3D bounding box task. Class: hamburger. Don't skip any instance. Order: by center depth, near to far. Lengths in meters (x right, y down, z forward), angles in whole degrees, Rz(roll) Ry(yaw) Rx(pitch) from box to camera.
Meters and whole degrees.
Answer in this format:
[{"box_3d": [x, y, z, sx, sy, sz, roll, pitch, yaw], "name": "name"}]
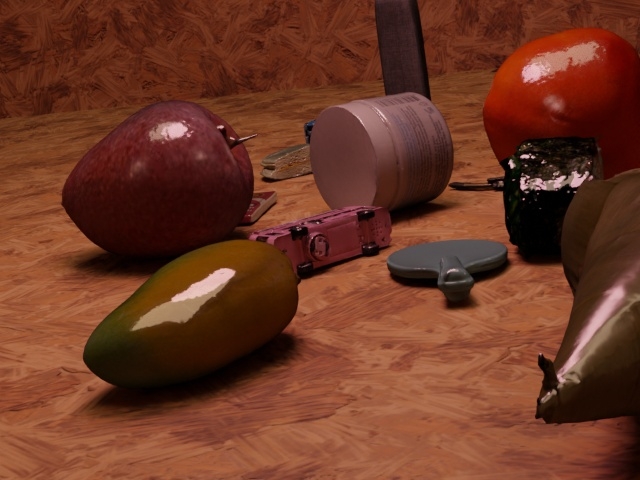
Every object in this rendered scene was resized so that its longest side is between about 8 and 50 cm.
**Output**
[{"box_3d": [-0.065, -0.147, 2.116, 0.121, 0.054, 0.084, -23, 21, -25], "name": "hamburger"}]

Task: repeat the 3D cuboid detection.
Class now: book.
[{"box_3d": [-0.201, -0.047, 1.845, 0.231, 0.022, 0.162, -3, 14, 14], "name": "book"}]

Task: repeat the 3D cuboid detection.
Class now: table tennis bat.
[{"box_3d": [0.154, 0.030, 1.337, 0.149, 0.038, 0.237, -5, 10, 3], "name": "table tennis bat"}]

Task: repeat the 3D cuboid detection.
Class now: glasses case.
[{"box_3d": [0.148, -0.272, 1.935, 0.074, 0.323, 0.131, -7, 10, 11], "name": "glasses case"}]

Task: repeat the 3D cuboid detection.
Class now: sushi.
[{"box_3d": [0.295, -0.058, 1.424, 0.127, 0.124, 0.225, -4, 20, 16], "name": "sushi"}]

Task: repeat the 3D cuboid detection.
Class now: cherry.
[{"box_3d": [-0.228, -0.082, 1.613, 0.307, 0.221, 0.261, -19, 4, 8], "name": "cherry"}]

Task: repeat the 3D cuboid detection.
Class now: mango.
[{"box_3d": [-0.125, 0.073, 1.139, 0.156, 0.114, 0.251, 12, 22, 34], "name": "mango"}]

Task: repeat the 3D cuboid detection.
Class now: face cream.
[{"box_3d": [0.093, -0.129, 1.700, 0.153, 0.177, 0.177, -14, 16, -34], "name": "face cream"}]

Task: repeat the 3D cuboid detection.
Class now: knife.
[{"box_3d": [0.303, -0.090, 1.759, 0.222, 0.021, 0.045, 4, 21, 37], "name": "knife"}]

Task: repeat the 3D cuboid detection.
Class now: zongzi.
[{"box_3d": [0.243, 0.036, 0.992, 0.418, 0.181, 0.447, -14, 13, -24], "name": "zongzi"}]

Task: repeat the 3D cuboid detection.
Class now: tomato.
[{"box_3d": [0.358, -0.169, 1.593, 0.259, 0.260, 0.180, -9, 18, -7], "name": "tomato"}]

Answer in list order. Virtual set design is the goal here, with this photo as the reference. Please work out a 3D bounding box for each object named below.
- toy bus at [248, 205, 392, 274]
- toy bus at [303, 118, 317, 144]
[{"box_3d": [0.000, 0.000, 1.476, 0.203, 0.063, 0.090, -16, 13, -38], "name": "toy bus"}, {"box_3d": [0.071, -0.200, 2.176, 0.184, 0.090, 0.106, -3, 13, 18], "name": "toy bus"}]
